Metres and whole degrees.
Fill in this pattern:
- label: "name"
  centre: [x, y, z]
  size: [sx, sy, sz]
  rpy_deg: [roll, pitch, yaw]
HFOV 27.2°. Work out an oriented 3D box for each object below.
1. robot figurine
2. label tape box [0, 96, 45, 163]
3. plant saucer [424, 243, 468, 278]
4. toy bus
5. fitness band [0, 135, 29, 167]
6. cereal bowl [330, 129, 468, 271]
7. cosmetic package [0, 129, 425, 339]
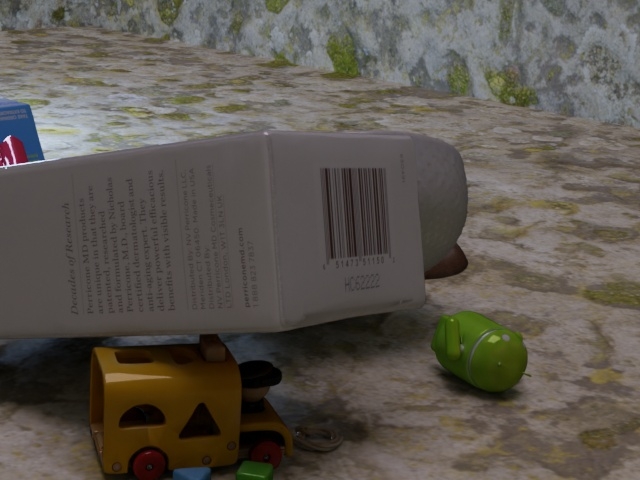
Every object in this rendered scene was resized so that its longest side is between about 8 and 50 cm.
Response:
- label: "robot figurine"
  centre: [0.160, 0.111, 1.326]
  size: [0.101, 0.067, 0.115]
  rpy_deg: [17, 6, -34]
- label: "label tape box"
  centre: [-0.580, -0.161, 2.058]
  size: [0.333, 0.106, 0.240]
  rpy_deg: [17, 21, 40]
- label: "plant saucer"
  centre: [0.098, 0.005, 1.750]
  size: [0.198, 0.036, 0.198]
  rpy_deg: [4, 16, -1]
- label: "toy bus"
  centre: [-0.100, 0.133, 1.120]
  size: [0.191, 0.104, 0.202]
  rpy_deg: [11, 18, 25]
- label: "fitness band"
  centre: [-0.478, -0.136, 1.721]
  size: [0.209, 0.054, 0.291]
  rpy_deg: [36, 10, -29]
- label: "cereal bowl"
  centre: [0.000, 0.000, 1.444]
  size: [0.339, 0.141, 0.339]
  rpy_deg: [-6, -14, -2]
- label: "cosmetic package"
  centre: [-0.156, 0.002, 1.217]
  size: [0.453, 0.161, 0.230]
  rpy_deg: [-4, 0, 35]
